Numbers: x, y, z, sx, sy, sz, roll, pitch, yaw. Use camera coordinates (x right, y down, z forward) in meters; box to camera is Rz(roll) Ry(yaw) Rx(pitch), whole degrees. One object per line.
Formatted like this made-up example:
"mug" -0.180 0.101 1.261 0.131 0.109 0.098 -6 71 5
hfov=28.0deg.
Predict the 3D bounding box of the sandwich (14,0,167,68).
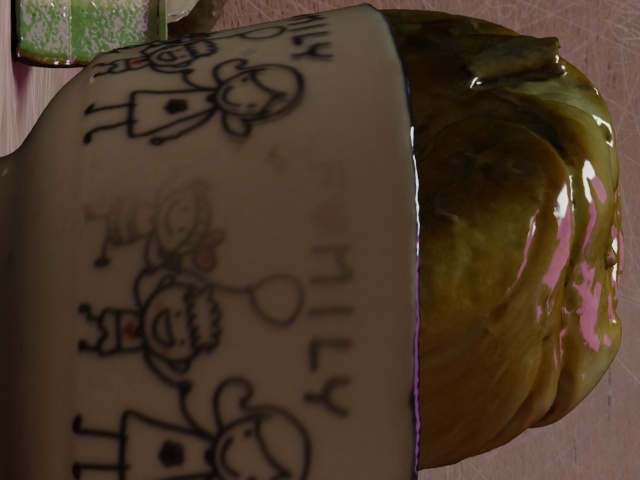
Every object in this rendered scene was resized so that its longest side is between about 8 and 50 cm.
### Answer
"sandwich" -0.130 -0.118 0.580 0.116 0.074 0.074 14 -74 48

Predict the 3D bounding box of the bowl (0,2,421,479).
"bowl" -0.049 0.039 0.418 0.238 0.126 0.238 -179 -90 -82

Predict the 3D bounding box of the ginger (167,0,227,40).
"ginger" -0.111 -0.298 1.050 0.080 0.166 0.333 34 -29 31

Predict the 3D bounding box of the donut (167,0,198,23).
"donut" -0.119 -0.241 0.954 0.175 0.068 0.175 -54 161 -29

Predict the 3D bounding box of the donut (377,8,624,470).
"donut" 0.000 0.000 0.741 0.360 0.360 0.170 -101 179 -56
